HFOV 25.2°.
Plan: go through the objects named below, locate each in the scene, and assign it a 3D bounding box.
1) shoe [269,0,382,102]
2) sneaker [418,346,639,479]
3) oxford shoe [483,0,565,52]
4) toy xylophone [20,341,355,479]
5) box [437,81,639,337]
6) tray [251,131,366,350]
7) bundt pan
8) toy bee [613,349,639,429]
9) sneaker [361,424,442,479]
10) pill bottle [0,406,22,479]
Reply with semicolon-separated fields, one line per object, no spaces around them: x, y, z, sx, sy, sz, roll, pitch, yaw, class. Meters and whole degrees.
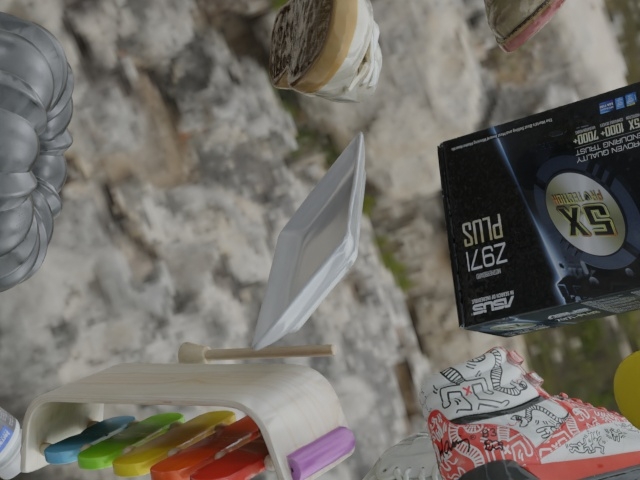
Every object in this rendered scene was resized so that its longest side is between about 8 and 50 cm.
0.010;-0.122;0.858;0.219;0.058;0.076;-147;-114;-80;shoe
0.212;0.157;1.241;0.270;0.090;0.145;-3;53;-29;sneaker
0.208;-0.329;1.622;0.130;0.123;0.348;40;28;-19;oxford shoe
-0.111;0.158;1.317;0.236;0.323;0.081;-17;103;-50;toy xylophone
0.187;-0.018;1.051;0.077;0.180;0.147;15;65;-54;box
0.000;0.000;1.342;0.030;0.145;0.270;36;21;-11;tray
-0.343;-0.091;1.529;0.331;0.124;0.330;-172;-90;-88;bundt pan
0.270;0.091;0.839;0.298;0.195;0.162;-63;152;-53;toy bee
0.137;0.260;1.488;0.114;0.152;0.305;65;-18;-2;sneaker
-0.437;0.243;1.834;0.137;0.078;0.078;43;30;-26;pill bottle
